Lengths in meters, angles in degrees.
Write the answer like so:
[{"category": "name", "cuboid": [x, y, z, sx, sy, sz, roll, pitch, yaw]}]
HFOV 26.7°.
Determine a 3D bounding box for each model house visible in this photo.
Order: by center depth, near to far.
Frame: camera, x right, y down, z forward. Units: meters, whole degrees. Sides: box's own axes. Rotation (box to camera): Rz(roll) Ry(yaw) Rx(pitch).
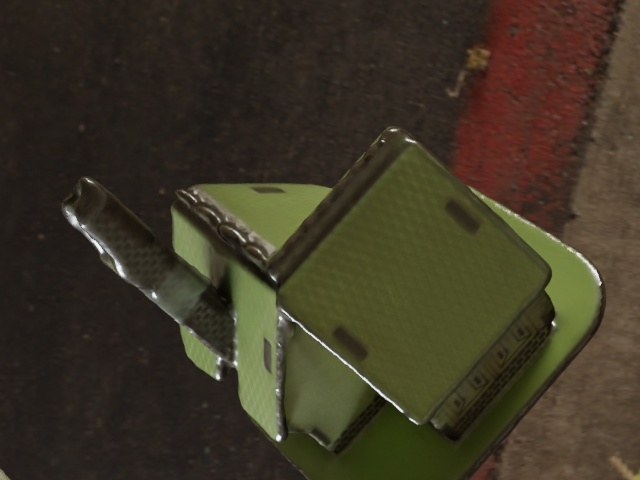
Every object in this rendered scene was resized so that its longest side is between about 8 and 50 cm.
[{"category": "model house", "cuboid": [0.000, 0.000, 0.775, 0.218, 0.278, 0.205, -48, 44, -6]}]

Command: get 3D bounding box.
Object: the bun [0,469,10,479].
[{"category": "bun", "cuboid": [-0.400, 0.258, 1.213, 0.273, 0.273, 0.168, -27, 61, 33]}]
